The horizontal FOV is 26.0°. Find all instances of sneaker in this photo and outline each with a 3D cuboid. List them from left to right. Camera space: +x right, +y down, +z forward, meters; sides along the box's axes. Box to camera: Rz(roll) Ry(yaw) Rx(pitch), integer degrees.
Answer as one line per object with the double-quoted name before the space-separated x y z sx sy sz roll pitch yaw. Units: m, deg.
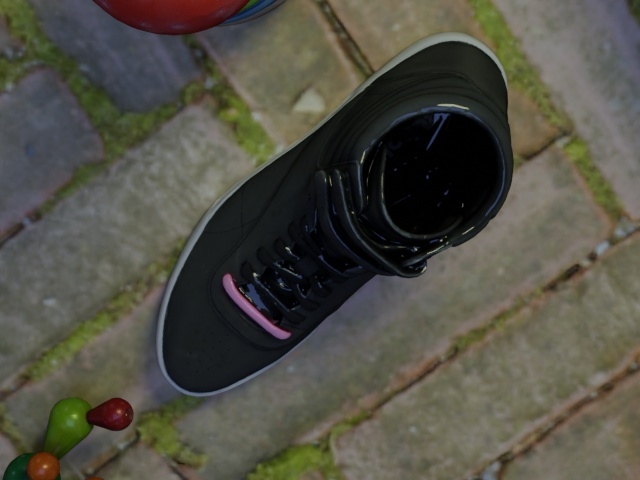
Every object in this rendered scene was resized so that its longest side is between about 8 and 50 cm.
"sneaker" 0.000 0.000 0.823 0.104 0.147 0.296 43 102 -11

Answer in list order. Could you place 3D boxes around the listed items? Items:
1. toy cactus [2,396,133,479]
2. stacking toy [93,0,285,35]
"toy cactus" -0.186 0.203 0.915 0.180 0.112 0.219 3 108 19
"stacking toy" -0.067 -0.163 0.686 0.141 0.330 0.141 0 104 1
